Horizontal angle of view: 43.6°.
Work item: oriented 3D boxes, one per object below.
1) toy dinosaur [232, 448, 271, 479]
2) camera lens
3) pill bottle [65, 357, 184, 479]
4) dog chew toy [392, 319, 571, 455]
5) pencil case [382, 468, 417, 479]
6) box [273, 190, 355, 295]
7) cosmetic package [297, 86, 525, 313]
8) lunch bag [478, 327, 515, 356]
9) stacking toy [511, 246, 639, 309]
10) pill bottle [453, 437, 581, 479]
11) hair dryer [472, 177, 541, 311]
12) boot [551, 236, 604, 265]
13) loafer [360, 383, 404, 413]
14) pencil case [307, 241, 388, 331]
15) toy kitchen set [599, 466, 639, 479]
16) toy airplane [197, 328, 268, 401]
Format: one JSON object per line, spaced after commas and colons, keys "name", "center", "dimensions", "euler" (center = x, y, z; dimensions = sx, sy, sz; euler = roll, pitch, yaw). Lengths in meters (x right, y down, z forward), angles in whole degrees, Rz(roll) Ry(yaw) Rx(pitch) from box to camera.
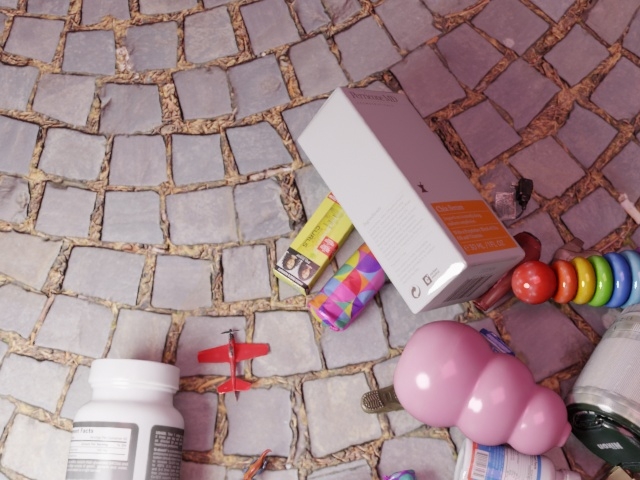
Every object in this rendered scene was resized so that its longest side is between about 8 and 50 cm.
{"name": "toy dinosaur", "center": [-0.140, 0.451, 1.567], "dimensions": [0.047, 0.090, 0.082], "euler": [30, 42, 26]}
{"name": "camera lens", "center": [0.609, 0.282, 1.515], "dimensions": [0.219, 0.219, 0.274], "euler": [36, 65, 12]}
{"name": "pill bottle", "center": [-0.367, 0.416, 1.506], "dimensions": [0.210, 0.210, 0.362], "euler": [3, 71, 2]}
{"name": "dog chew toy", "center": [0.308, 0.289, 1.506], "dimensions": [0.332, 0.206, 0.206], "euler": [27, 74, 15]}
{"name": "pencil case", "center": [0.168, 0.521, 1.537], "dimensions": [0.070, 0.064, 0.151], "euler": [-5, 69, -28]}
{"name": "box", "center": [0.000, 0.000, 1.715], "dimensions": [0.087, 0.058, 0.232], "euler": [34, 75, 12]}
{"name": "cosmetic package", "center": [0.178, -0.091, 1.613], "dimensions": [0.230, 0.161, 0.453], "euler": [-7, 56, -48]}
{"name": "lunch bag", "center": [0.345, 0.224, 1.631], "dimensions": [0.098, 0.067, 0.065], "euler": [42, 77, 14]}
{"name": "stacking toy", "center": [0.550, 0.078, 1.622], "dimensions": [0.331, 0.141, 0.141], "euler": [0, 72, -5]}
{"name": "pill bottle", "center": [0.372, 0.460, 1.524], "dimensions": [0.222, 0.124, 0.124], "euler": [14, 73, 5]}
{"name": "hair dryer", "center": [0.357, 0.011, 1.713], "dimensions": [0.224, 0.080, 0.293], "euler": [-6, 66, 17]}
{"name": "boot", "center": [0.555, 0.052, 1.702], "dimensions": [0.118, 0.042, 0.087], "euler": [36, 82, 13]}
{"name": "loafer", "center": [0.146, 0.318, 1.615], "dimensions": [0.148, 0.050, 0.056], "euler": [-4, 68, -17]}
{"name": "pencil case", "center": [0.080, 0.085, 1.667], "dimensions": [0.104, 0.104, 0.236], "euler": [42, 78, 13]}
{"name": "toy kitchen set", "center": [0.590, 0.485, 1.559], "dimensions": [0.083, 0.068, 0.075], "euler": [46, 106, 14]}
{"name": "toy airplane", "center": [-0.183, 0.255, 1.650], "dimensions": [0.151, 0.028, 0.151], "euler": [-1, 72, 3]}
